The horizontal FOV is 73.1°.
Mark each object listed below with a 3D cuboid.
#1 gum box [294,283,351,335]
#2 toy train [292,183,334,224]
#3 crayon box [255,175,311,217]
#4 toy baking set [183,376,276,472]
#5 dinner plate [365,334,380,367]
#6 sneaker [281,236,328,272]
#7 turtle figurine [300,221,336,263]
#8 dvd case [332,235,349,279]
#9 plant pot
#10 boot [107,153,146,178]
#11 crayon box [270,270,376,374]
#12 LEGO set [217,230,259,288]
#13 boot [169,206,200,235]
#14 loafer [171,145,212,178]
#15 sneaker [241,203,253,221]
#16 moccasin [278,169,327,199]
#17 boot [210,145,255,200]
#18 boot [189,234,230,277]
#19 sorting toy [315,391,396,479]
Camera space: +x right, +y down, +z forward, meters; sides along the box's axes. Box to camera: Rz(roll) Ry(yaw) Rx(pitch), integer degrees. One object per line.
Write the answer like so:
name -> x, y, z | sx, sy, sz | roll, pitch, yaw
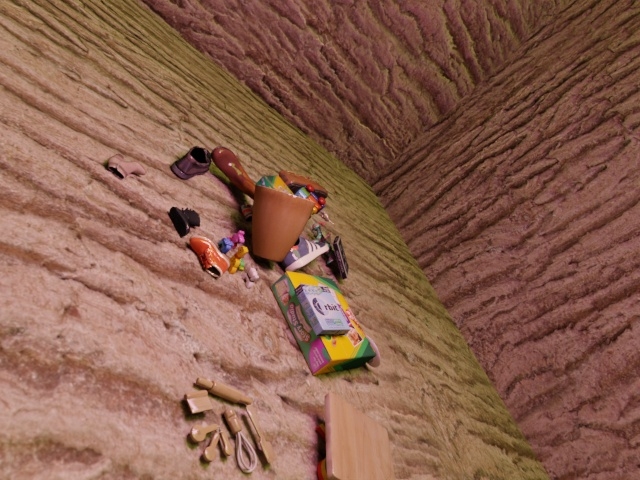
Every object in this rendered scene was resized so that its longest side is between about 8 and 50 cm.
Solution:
gum box -> 0.007, 0.239, 1.490 | 0.157, 0.041, 0.184 | 14, 38, -50
toy train -> -0.034, -0.150, 2.109 | 0.248, 0.105, 0.143 | 48, 30, -2
crayon box -> -0.183, -0.192, 2.132 | 0.278, 0.081, 0.165 | 51, 20, 7
toy baking set -> -0.213, 0.431, 1.010 | 0.256, 0.030, 0.196 | 34, 27, -33
dinner plate -> 0.183, 0.435, 1.695 | 0.017, 0.141, 0.141 | -19, 63, -28
sneaker -> -0.079, 0.031, 1.864 | 0.148, 0.131, 0.350 | 54, 21, 4
turtle figurine -> 0.000, 0.000, 2.120 | 0.234, 0.118, 0.175 | 57, 26, 1
dvd case -> 0.102, 0.079, 2.139 | 0.238, 0.030, 0.179 | -57, 131, -79
plant pot -> -0.167, -0.057, 1.638 | 0.237, 0.254, 0.237 | 17, 2, -1
boot -> -0.616, -0.223, 1.369 | 0.118, 0.042, 0.087 | 34, 31, -32
crayon box -> 0.014, 0.298, 1.600 | 0.313, 0.106, 0.362 | 17, 36, -55
LEGO set -> -0.278, 0.043, 1.487 | 0.087, 0.093, 0.227 | 20, 34, -52
boot -> -0.437, -0.061, 1.429 | 0.121, 0.045, 0.099 | 56, 18, 23
loafer -> -0.488, -0.326, 1.728 | 0.109, 0.095, 0.302 | 44, 20, -12
sneaker -> -0.280, -0.126, 1.846 | 0.075, 0.057, 0.161 | 58, 24, 9
moccasin -> -0.097, -0.308, 2.472 | 0.380, 0.139, 0.147 | 10, 50, -46
boot -> -0.323, -0.240, 1.787 | 0.280, 0.096, 0.264 | 47, -12, 38
boot -> -0.358, 0.050, 1.368 | 0.158, 0.059, 0.084 | 44, 25, -15
sorting toy -> 0.090, 0.607, 1.214 | 0.255, 0.089, 0.257 | 40, 22, -21
